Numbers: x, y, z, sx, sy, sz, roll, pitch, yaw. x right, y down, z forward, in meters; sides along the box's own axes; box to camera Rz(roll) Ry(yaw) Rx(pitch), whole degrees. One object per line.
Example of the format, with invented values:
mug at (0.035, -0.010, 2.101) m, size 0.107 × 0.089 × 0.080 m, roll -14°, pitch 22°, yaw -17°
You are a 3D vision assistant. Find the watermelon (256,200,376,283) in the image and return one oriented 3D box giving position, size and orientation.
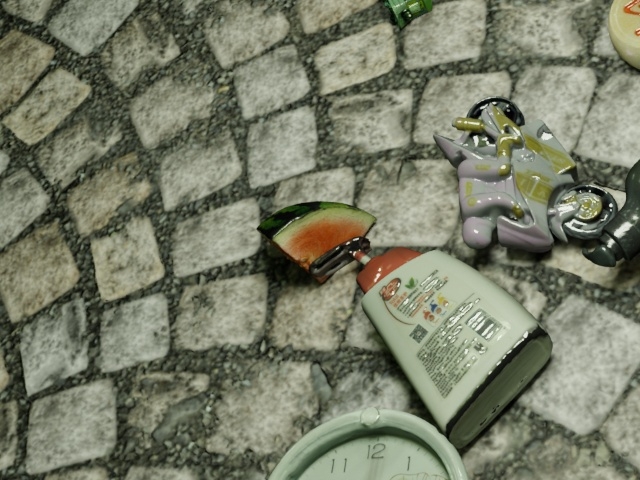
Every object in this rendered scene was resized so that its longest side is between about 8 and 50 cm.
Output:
watermelon at (0.000, 0.000, 1.745) m, size 0.135 × 0.125 × 0.094 m, roll -12°, pitch 82°, yaw -3°

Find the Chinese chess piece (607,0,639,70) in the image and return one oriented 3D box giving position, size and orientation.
Chinese chess piece at (0.379, -0.243, 1.719) m, size 0.122 × 0.051 × 0.122 m, roll -13°, pitch 54°, yaw 18°

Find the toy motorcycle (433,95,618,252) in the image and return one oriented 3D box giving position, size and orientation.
toy motorcycle at (0.201, -0.056, 1.666) m, size 0.152 × 0.073 × 0.225 m, roll -35°, pitch 57°, yaw -8°

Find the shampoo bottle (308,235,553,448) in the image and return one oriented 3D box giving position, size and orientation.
shampoo bottle at (0.104, 0.078, 1.632) m, size 0.153 × 0.071 × 0.284 m, roll -45°, pitch 48°, yaw -4°

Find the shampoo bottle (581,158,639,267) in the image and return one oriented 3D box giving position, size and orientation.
shampoo bottle at (0.383, -0.071, 1.566) m, size 0.284 × 0.101 × 0.101 m, roll -40°, pitch 50°, yaw -3°

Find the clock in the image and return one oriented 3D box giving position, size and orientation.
clock at (0.044, 0.282, 1.531) m, size 0.236 × 0.053 × 0.236 m, roll -15°, pitch 52°, yaw 21°

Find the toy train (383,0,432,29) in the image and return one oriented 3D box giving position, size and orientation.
toy train at (0.100, -0.305, 1.915) m, size 0.056 × 0.038 × 0.093 m, roll -24°, pitch 50°, yaw 2°
